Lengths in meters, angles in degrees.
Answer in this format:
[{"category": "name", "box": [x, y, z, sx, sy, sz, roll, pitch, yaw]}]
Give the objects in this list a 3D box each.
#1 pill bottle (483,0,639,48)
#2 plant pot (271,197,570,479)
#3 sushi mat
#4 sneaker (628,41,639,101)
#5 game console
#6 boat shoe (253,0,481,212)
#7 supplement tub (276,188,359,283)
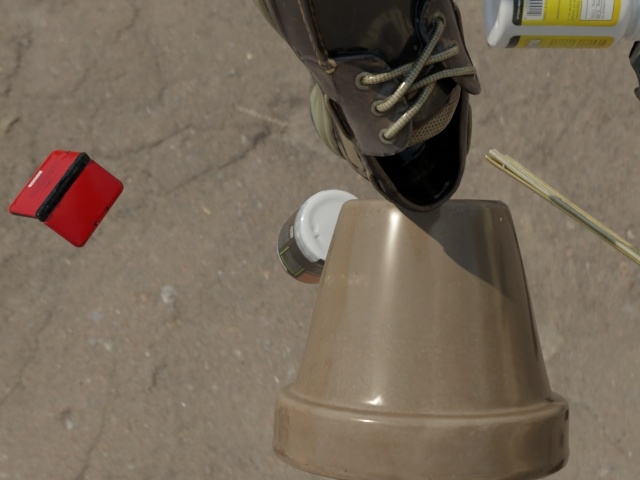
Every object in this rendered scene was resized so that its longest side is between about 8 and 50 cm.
[{"category": "pill bottle", "box": [0.315, -0.297, 1.358, 0.208, 0.119, 0.119, 0, 61, -4]}, {"category": "plant pot", "box": [0.087, 0.078, 0.972, 0.262, 0.263, 0.229, 0, 91, 13]}, {"category": "sushi mat", "box": [0.317, -0.004, 1.205, 0.316, 0.151, 0.019, 37, 102, 11]}, {"category": "sneaker", "box": [0.466, -0.274, 1.487, 0.078, 0.234, 0.106, -21, 36, -25]}, {"category": "game console", "box": [-0.427, -0.071, 1.841, 0.124, 0.085, 0.144, 8, 55, 36]}, {"category": "boat shoe", "box": [0.053, -0.129, 0.741, 0.132, 0.355, 0.130, -38, 66, -2]}, {"category": "supplement tub", "box": [0.000, 0.000, 1.648, 0.116, 0.190, 0.117, 3, 77, -15]}]
